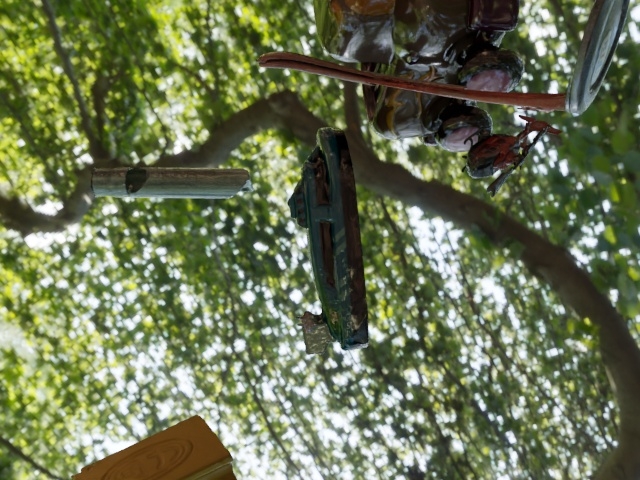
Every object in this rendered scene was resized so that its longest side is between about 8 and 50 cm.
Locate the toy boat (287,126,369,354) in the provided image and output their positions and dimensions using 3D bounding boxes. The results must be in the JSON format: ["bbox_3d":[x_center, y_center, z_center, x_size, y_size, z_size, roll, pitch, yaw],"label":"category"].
[{"bbox_3d":[0.000,0.000,1.004,0.092,0.299,0.134,-7,-175,-6],"label":"toy boat"}]

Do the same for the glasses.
[{"bbox_3d":[0.091,-0.217,0.525,0.268,0.234,0.118,11,-153,25],"label":"glasses"}]

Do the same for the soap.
[{"bbox_3d":[-0.368,0.524,1.638,0.324,0.096,0.204,-21,-151,-27],"label":"soap"}]

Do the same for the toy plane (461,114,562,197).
[{"bbox_3d":[0.196,-0.096,0.779,0.060,0.037,0.145,28,-132,35],"label":"toy plane"}]

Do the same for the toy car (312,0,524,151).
[{"bbox_3d":[0.108,-0.271,0.965,0.240,0.341,0.271,-1,-119,-6],"label":"toy car"}]

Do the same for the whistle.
[{"bbox_3d":[-0.286,-0.112,1.445,0.312,0.062,0.062,1,-149,4],"label":"whistle"}]
